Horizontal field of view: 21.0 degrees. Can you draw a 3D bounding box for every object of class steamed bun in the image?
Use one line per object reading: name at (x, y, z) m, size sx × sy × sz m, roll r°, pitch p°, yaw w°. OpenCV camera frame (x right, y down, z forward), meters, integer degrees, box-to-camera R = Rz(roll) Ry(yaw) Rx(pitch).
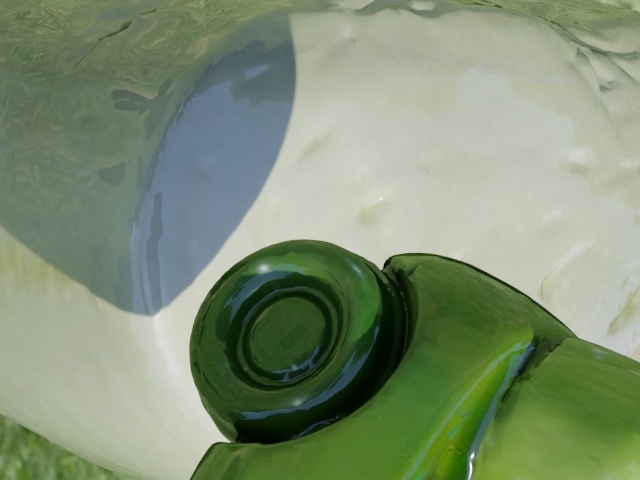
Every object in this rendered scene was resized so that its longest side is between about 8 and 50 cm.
steamed bun at (0.000, 0.000, 0.913) m, size 0.456 × 0.371 × 0.290 m, roll -4°, pitch 105°, yaw -42°

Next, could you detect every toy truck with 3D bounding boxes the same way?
toy truck at (0.043, 0.099, 0.460) m, size 0.210 × 0.187 × 0.148 m, roll 3°, pitch 153°, yaw 28°
